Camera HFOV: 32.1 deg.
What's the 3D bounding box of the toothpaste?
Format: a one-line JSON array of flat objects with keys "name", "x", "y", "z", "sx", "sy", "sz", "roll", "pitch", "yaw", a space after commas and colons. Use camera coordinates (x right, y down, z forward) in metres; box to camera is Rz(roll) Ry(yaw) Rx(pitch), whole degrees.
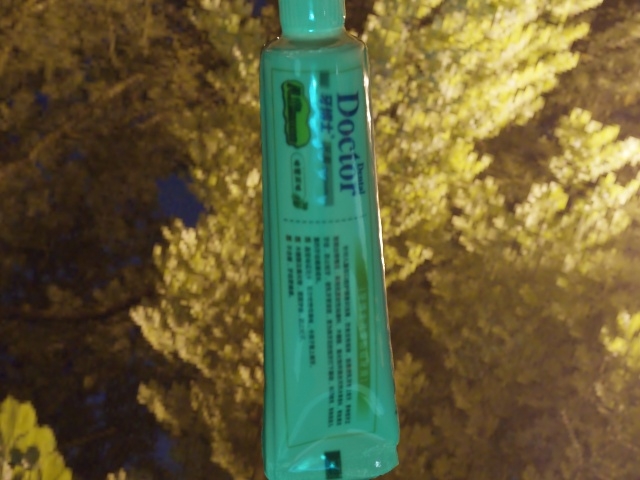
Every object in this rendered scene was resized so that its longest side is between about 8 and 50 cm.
[{"name": "toothpaste", "x": 0.000, "y": 0.000, "z": 0.492, "sx": 0.067, "sy": 0.255, "sz": 0.037, "roll": -6, "pitch": -157, "yaw": -7}]
